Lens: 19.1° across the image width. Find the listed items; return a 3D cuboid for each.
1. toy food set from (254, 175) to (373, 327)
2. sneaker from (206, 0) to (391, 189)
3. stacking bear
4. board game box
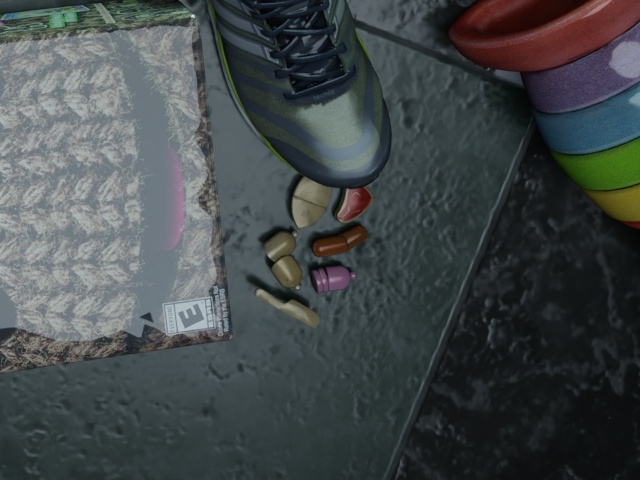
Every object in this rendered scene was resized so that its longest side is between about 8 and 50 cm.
[{"bbox_3d":[0.000,0.000,1.446,0.078,0.019,0.122,29,88,-15],"label":"toy food set"},{"bbox_3d":[-0.031,-0.166,1.348,0.111,0.121,0.300,-28,106,-3],"label":"sneaker"},{"bbox_3d":[0.252,-0.076,1.410,0.175,0.164,0.289,-35,111,-1],"label":"stacking bear"},{"bbox_3d":[-0.223,-0.036,1.331,0.291,0.141,0.232,-9,104,-9],"label":"board game box"}]
